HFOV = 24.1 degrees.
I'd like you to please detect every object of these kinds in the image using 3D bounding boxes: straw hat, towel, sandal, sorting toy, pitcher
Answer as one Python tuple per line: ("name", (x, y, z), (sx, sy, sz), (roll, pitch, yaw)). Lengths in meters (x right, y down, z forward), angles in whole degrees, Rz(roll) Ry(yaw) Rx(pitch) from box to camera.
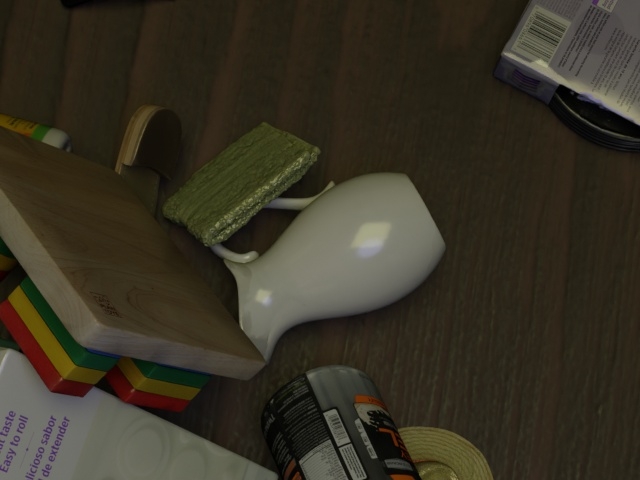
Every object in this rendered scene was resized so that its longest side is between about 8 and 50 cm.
("straw hat", (0.099, 0.237, 1.416), (0.144, 0.061, 0.144), (1, 77, -4))
("towel", (-0.078, -0.056, 1.466), (0.148, 0.110, 0.027), (-40, 125, -13))
("sandal", (-0.212, -0.022, 1.465), (0.079, 0.088, 0.240), (15, 82, 35))
("sorting toy", (-0.205, 0.028, 1.255), (0.089, 0.257, 0.255), (-46, 63, 12))
("pitcher", (0.000, 0.000, 1.448), (0.207, 0.125, 0.178), (-28, 64, 2))

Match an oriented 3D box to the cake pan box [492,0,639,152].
("cake pan box", (0.340, -0.223, 1.542), (0.245, 0.070, 0.267), (27, 76, 6))

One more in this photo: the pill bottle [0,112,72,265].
("pill bottle", (-0.372, -0.069, 1.425), (0.245, 0.136, 0.136), (15, 76, 0))

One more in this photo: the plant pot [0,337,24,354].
("plant pot", (-0.384, 0.151, 1.361), (0.234, 0.166, 0.165), (18, 75, 10))

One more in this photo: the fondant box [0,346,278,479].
("fondant box", (-0.210, 0.254, 1.276), (0.330, 0.096, 0.238), (32, 71, -40))

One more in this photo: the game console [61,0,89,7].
("game console", (-0.213, -0.302, 1.558), (0.107, 0.071, 0.122), (-14, 74, 24))

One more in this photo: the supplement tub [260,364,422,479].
("supplement tub", (0.028, 0.217, 1.356), (0.117, 0.117, 0.190), (-20, 53, -8))
